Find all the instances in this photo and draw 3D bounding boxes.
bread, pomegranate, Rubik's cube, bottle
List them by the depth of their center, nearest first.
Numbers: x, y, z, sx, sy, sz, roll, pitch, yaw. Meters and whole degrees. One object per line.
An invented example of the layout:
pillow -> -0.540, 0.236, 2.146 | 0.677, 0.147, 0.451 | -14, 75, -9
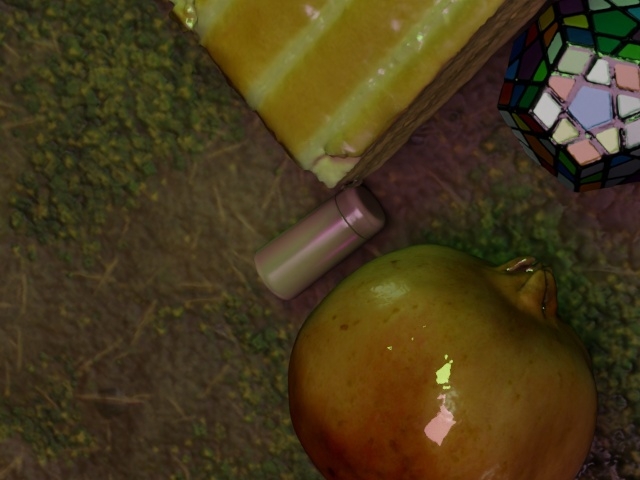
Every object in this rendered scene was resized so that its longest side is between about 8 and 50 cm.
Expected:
Rubik's cube -> 0.181, -0.095, 1.065 | 0.133, 0.112, 0.133 | 3, 106, 12
bread -> 0.013, -0.189, 1.067 | 0.239, 0.111, 0.246 | 50, 118, 13
pomegranate -> 0.076, 0.100, 1.107 | 0.209, 0.209, 0.209 | 5, 108, 14
bottle -> 0.000, 0.000, 1.184 | 0.096, 0.045, 0.045 | -37, 94, 20
